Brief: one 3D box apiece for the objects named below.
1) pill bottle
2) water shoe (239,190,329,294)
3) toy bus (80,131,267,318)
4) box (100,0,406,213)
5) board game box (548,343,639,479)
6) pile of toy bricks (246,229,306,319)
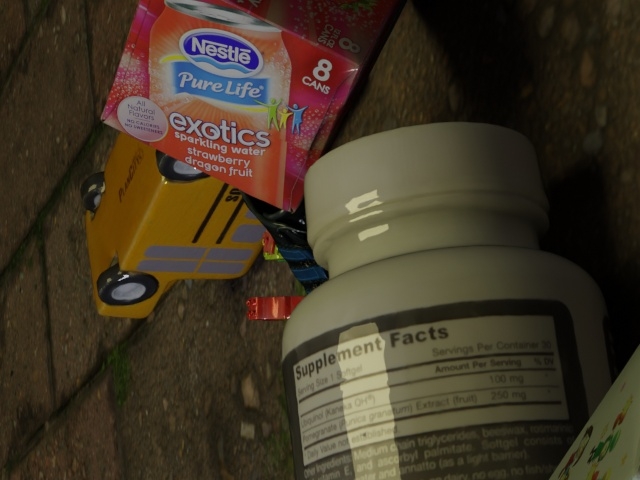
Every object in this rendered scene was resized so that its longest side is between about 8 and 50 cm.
[{"bbox_3d":[0.072,0.108,0.874,0.176,0.176,0.319,139,129,-60],"label":"pill bottle"},{"bbox_3d":[0.000,0.000,1.019,0.073,0.080,0.203,-47,67,12],"label":"water shoe"},{"bbox_3d":[-0.090,-0.064,1.317,0.333,0.130,0.108,122,141,-50],"label":"toy bus"},{"bbox_3d":[-0.015,-0.154,1.009,0.123,0.128,0.257,-64,0,42],"label":"box"},{"bbox_3d":[0.157,0.190,0.612,0.097,0.224,0.303,-60,-5,-49],"label":"board game box"},{"bbox_3d":[0.008,0.005,1.118,0.212,0.105,0.118,169,101,-66],"label":"pile of toy bricks"}]
